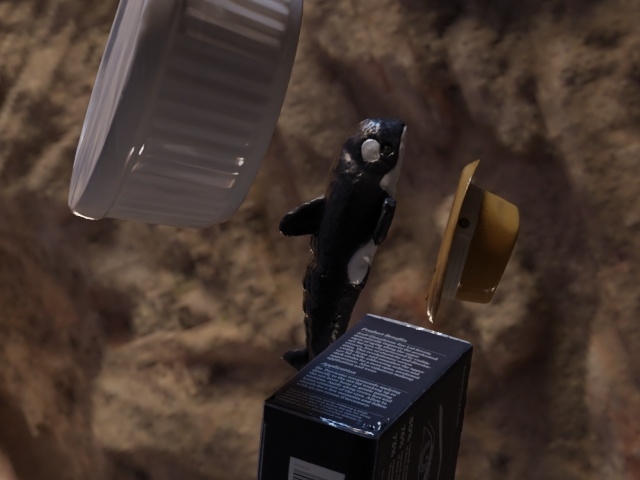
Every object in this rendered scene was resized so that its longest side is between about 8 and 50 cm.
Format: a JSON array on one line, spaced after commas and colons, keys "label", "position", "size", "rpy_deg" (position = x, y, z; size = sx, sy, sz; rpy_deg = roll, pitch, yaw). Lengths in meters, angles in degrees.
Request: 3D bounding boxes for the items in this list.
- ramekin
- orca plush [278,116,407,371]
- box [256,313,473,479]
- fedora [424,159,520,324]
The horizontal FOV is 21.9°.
[{"label": "ramekin", "position": [-0.108, -0.134, 1.352], "size": [0.273, 0.127, 0.273], "rpy_deg": [-164, -90, -76]}, {"label": "orca plush", "position": [0.000, 0.000, 1.740], "size": [0.151, 0.102, 0.287], "rpy_deg": [-98, -153, -66]}, {"label": "box", "position": [0.038, 0.177, 1.424], "size": [0.108, 0.207, 0.153], "rpy_deg": [15, -66, 22]}, {"label": "fedora", "position": [0.174, 0.008, 1.850], "size": [0.194, 0.079, 0.194], "rpy_deg": [16, 90, -87]}]
